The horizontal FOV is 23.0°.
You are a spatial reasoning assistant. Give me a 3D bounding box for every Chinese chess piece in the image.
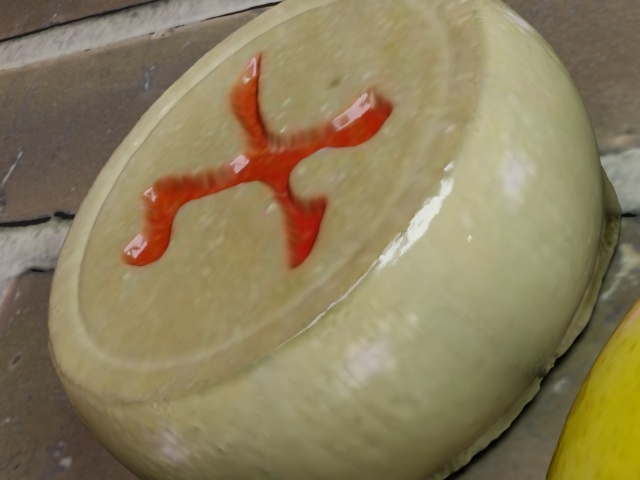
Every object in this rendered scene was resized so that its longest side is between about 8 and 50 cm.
[{"bbox_3d":[0.000,0.000,0.901,0.338,0.140,0.338,-27,36,23],"label":"Chinese chess piece"}]

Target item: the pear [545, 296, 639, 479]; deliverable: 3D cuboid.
[{"bbox_3d":[0.201,0.099,0.494,0.285,0.285,0.336,-43,4,1],"label":"pear"}]
